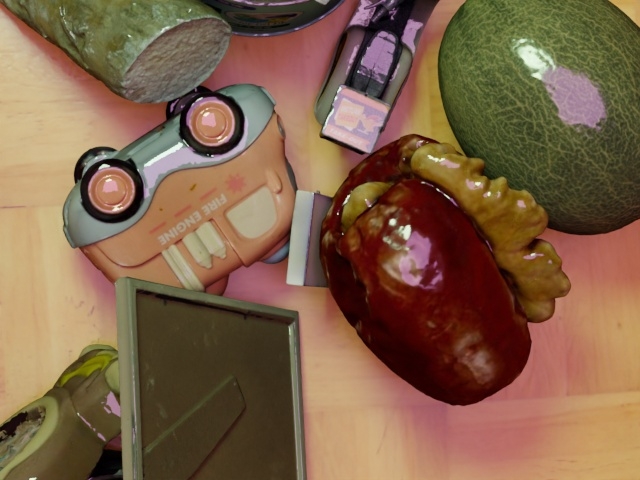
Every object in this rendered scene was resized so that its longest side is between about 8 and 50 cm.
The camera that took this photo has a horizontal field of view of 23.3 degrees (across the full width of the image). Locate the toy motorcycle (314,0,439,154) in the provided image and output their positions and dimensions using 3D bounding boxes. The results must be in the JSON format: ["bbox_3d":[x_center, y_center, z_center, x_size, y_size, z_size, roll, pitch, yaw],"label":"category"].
[{"bbox_3d":[0.072,-0.223,1.718,0.091,0.157,0.263,23,88,-7],"label":"toy motorcycle"}]

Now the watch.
[{"bbox_3d":[-0.231,0.331,1.640,0.335,0.314,0.327,-43,106,-16],"label":"watch"}]

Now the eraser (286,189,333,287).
[{"bbox_3d":[0.000,0.000,1.711,0.023,0.150,0.103,5,89,17],"label":"eraser"}]

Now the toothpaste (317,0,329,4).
[{"bbox_3d":[-0.077,-0.313,1.453,0.234,0.057,0.089,26,89,-11],"label":"toothpaste"}]

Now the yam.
[{"bbox_3d":[-0.251,-0.254,1.654,0.330,0.133,0.133,33,85,26],"label":"yam"}]

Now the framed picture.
[{"bbox_3d":[-0.105,0.170,1.620,0.024,0.315,0.232,-10,76,29],"label":"framed picture"}]

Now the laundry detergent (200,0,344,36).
[{"bbox_3d":[-0.059,-0.376,1.632,0.287,0.305,0.287,0,90,-5],"label":"laundry detergent"}]

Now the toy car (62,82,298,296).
[{"bbox_3d":[-0.137,-0.040,1.691,0.270,0.180,0.212,-35,103,-5],"label":"toy car"}]

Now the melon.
[{"bbox_3d":[0.262,-0.152,1.694,0.237,0.237,0.301,-40,92,-5],"label":"melon"}]

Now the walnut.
[{"bbox_3d":[0.139,0.024,1.648,0.244,0.221,0.269,-34,113,22],"label":"walnut"}]
